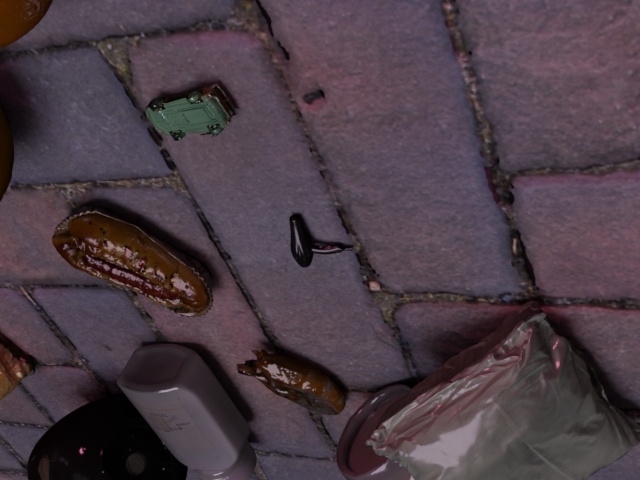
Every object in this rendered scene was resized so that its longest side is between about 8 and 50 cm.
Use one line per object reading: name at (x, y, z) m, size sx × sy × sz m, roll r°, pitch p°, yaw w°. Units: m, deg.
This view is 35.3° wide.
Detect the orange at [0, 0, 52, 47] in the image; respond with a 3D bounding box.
orange at (-0.385, -0.303, 1.052) m, size 0.224 × 0.170 × 0.224 m, roll 13°, pitch 140°, yaw 11°

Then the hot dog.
hot dog at (-0.266, 0.032, 1.460) m, size 0.252 × 0.069 × 0.131 m, roll 27°, pitch 141°, yaw -6°

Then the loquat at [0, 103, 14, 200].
loquat at (-0.525, -0.116, 1.274) m, size 0.263 × 0.263 × 0.263 m, roll 15°, pitch 141°, yaw 12°

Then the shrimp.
shrimp at (-0.049, 0.231, 1.591) m, size 0.187 × 0.052 × 0.132 m, roll 33°, pitch 141°, yaw -15°

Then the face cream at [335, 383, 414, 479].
face cream at (0.146, 0.337, 1.512) m, size 0.195 × 0.175 × 0.175 m, roll 40°, pitch 139°, yaw -22°

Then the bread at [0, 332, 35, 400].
bread at (-0.691, 0.239, 1.858) m, size 0.262 × 0.163 × 0.204 m, roll -27°, pitch 109°, yaw 29°

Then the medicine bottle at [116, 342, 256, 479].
medicine bottle at (-0.214, 0.305, 1.721) m, size 0.161 × 0.111 × 0.296 m, roll -1°, pitch 133°, yaw 31°

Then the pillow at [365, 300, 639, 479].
pillow at (0.249, 0.263, 1.345) m, size 0.310 × 0.138 × 0.283 m, roll -40°, pitch 113°, yaw 15°

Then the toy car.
toy car at (-0.160, -0.154, 1.216) m, size 0.122 × 0.035 × 0.059 m, roll -2°, pitch 136°, yaw 41°

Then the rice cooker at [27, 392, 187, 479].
rice cooker at (-0.377, 0.413, 1.819) m, size 0.224 × 0.267 × 0.267 m, roll -20°, pitch 125°, yaw 43°

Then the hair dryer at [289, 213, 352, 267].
hair dryer at (0.000, 0.000, 1.325) m, size 0.083 × 0.031 × 0.079 m, roll -2°, pitch 128°, yaw 10°
